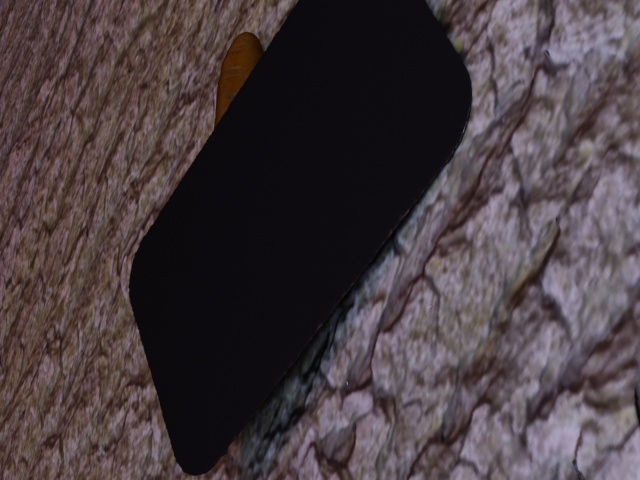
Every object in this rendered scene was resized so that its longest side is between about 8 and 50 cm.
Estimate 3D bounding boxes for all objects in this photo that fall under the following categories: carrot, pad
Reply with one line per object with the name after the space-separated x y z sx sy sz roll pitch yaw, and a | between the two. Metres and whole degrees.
-0.065 -0.113 1.258 0.048 0.048 0.139 -42 40 53 | carrot
0.000 0.000 1.096 0.375 0.063 0.315 -53 37 29 | pad
